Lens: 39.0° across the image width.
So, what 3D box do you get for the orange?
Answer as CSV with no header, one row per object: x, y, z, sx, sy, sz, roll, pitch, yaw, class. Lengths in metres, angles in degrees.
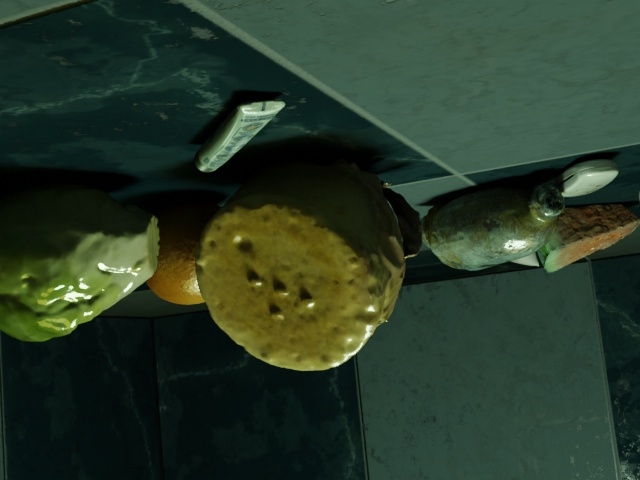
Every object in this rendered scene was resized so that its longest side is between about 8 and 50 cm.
-0.236,0.023,1.647,0.206,0.206,0.206,-5,172,-1,orange

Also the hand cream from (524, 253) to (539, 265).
0.444,-0.005,2.155,0.185,0.118,0.358,31,-178,14,hand cream

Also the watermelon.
0.641,-0.026,2.198,0.256,0.140,0.193,-15,167,2,watermelon

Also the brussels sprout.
-0.419,0.033,1.432,0.316,0.243,0.273,-10,176,25,brussels sprout

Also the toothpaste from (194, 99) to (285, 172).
-0.114,-0.137,1.175,0.062,0.039,0.239,-6,171,-25,toothpaste

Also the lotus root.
0.353,-0.027,1.816,0.175,0.175,0.349,1,170,-38,lotus root

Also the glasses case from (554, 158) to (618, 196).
0.490,-0.115,1.679,0.074,0.049,0.193,-4,170,-4,glasses case

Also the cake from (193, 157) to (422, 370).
-0.003,0.007,1.500,0.332,0.332,0.321,-10,-159,30,cake
